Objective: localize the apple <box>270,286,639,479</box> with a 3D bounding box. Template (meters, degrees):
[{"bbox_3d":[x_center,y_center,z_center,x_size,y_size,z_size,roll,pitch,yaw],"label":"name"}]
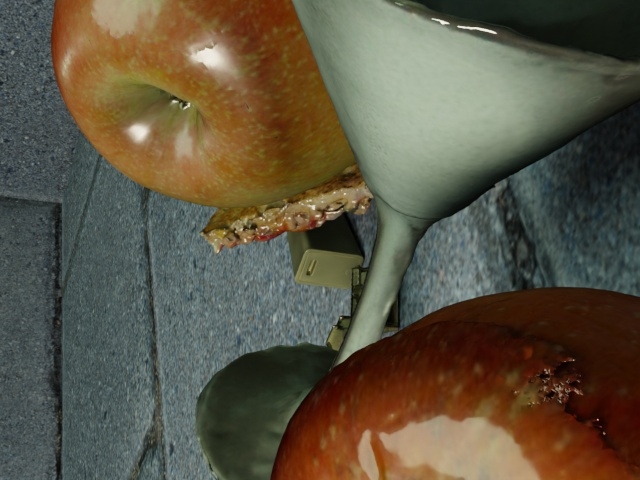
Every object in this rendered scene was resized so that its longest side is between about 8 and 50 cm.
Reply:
[{"bbox_3d":[0.109,0.146,0.473,0.251,0.206,0.272,57,130,25],"label":"apple"}]

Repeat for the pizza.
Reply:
[{"bbox_3d":[-0.025,-0.048,0.988,0.053,0.193,0.201,57,-174,-32],"label":"pizza"}]

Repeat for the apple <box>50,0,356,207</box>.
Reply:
[{"bbox_3d":[-0.069,-0.179,0.864,0.319,0.319,0.277,-48,21,56],"label":"apple"}]

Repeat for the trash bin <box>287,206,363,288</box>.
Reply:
[{"bbox_3d":[0.000,0.000,1.013,0.092,0.061,0.043,-107,31,-49],"label":"trash bin"}]

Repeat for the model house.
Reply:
[{"bbox_3d":[0.036,0.066,0.910,0.058,0.057,0.083,-14,73,63],"label":"model house"}]

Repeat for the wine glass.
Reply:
[{"bbox_3d":[0.051,-0.006,0.657,0.267,0.267,0.406,-110,28,-49],"label":"wine glass"}]
